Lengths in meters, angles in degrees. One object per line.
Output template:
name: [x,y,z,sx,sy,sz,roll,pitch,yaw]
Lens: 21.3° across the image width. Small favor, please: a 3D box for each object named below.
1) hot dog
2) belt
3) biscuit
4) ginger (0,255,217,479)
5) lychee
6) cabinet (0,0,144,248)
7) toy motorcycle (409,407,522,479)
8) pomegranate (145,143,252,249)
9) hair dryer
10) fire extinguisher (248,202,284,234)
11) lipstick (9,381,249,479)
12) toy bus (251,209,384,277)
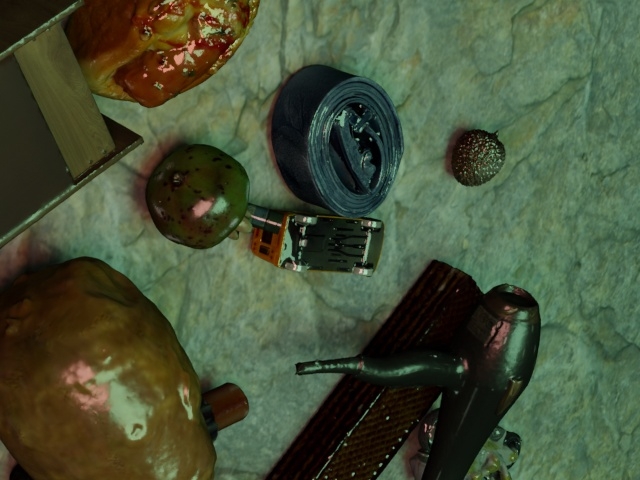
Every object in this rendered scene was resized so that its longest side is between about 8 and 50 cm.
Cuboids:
hot dog: [-0.143,-0.248,1.665,0.150,0.153,0.256,16,98,-48]
belt: [0.024,-0.110,1.958,0.141,0.082,0.190,-44,134,-22]
biscuit: [0.078,0.203,2.183,0.388,0.073,0.107,-52,136,-13]
ginger: [-0.232,0.147,1.697,0.200,0.269,0.223,-38,149,15]
lychee: [0.199,-0.107,2.155,0.067,0.068,0.083,29,91,-8]
cabinet: [-0.310,-0.119,1.571,0.215,0.148,0.174,-39,133,-20]
toy motorcycle: [0.190,0.314,2.351,0.225,0.073,0.152,24,94,-47]
pomegranate: [-0.122,-0.040,1.832,0.114,0.114,0.142,-60,146,-4]
hair dryer: [0.099,0.187,2.101,0.359,0.120,0.303,5,120,-35]
fire extinguisher: [-0.084,-0.028,1.914,0.025,0.083,0.038,-75,-175,-46]
lipstick: [-0.207,0.230,1.902,0.300,0.081,0.081,-24,125,-34]
toy bus: [0.000,0.000,1.998,0.162,0.074,0.069,4,99,-44]
